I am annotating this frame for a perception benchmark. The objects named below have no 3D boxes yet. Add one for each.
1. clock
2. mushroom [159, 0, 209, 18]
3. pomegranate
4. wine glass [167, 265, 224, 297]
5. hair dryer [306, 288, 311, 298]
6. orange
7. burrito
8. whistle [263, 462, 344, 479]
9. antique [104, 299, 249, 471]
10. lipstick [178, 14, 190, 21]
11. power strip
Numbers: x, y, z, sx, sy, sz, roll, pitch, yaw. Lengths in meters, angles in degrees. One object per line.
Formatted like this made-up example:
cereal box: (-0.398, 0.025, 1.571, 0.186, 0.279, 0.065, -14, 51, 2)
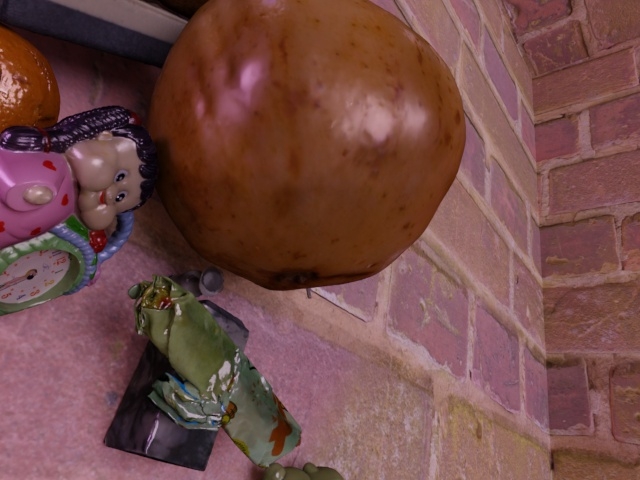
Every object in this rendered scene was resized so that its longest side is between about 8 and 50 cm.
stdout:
clock: (-0.248, -0.026, 0.418, 0.100, 0.193, 0.196, 40, 46, 17)
mushroom: (-0.146, -0.422, 0.557, 0.267, 0.267, 0.254, 31, 17, -43)
pomegranate: (-0.024, -0.144, 0.581, 0.410, 0.411, 0.409, 17, 67, -48)
wine glass: (-0.164, 0.056, 0.575, 0.039, 0.083, 0.042, 53, 43, -36)
hair dryer: (0.000, 0.000, 0.791, 0.124, 0.072, 0.218, 42, 49, -46)
orange: (-0.314, -0.132, 0.413, 0.136, 0.118, 0.135, 8, 76, -32)
burrito: (-0.115, 0.163, 0.494, 0.287, 0.054, 0.104, 60, 43, -24)
whistle: (-0.013, 0.384, 0.675, 0.228, 0.085, 0.105, 25, 62, -44)
antique: (-0.162, 0.165, 0.545, 0.086, 0.088, 0.182, 43, 50, -38)
lipstick: (-0.081, -0.352, 0.783, 0.327, 0.087, 0.087, -1, 81, -52)
power strip: (-0.245, -0.250, 0.497, 0.070, 0.105, 0.257, -64, 162, 17)
